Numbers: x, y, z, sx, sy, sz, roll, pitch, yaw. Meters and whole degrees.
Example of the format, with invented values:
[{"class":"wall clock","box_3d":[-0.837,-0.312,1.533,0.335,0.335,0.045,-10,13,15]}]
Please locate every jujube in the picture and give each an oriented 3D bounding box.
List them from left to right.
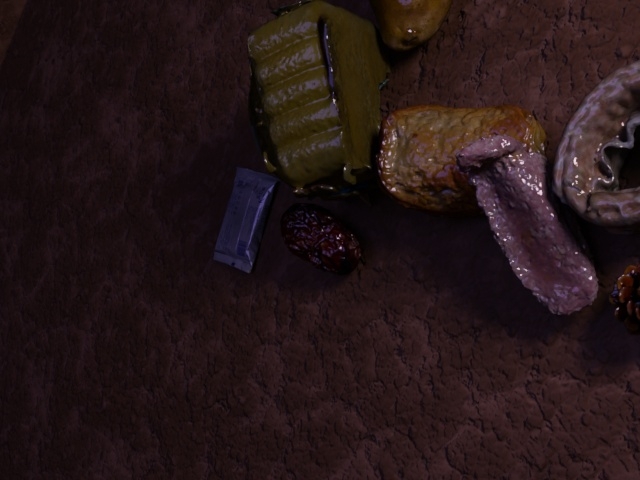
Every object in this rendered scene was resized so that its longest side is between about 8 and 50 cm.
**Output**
[{"class":"jujube","box_3d":[0.001,0.002,1.517,0.166,0.104,0.104,44,110,31]}]

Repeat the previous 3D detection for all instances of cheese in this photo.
[{"class":"cheese","box_3d":[0.057,-0.082,1.513,0.084,0.060,0.041,11,96,39]}]

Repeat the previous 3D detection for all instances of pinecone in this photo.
[{"class":"pinecone","box_3d":[0.415,0.071,1.086,0.109,0.102,0.102,160,119,-73]}]

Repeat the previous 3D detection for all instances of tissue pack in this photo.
[{"class":"tissue pack","box_3d":[-0.149,-0.042,1.723,0.123,0.026,0.193,18,91,45]}]

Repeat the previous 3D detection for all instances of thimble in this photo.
[{"class":"thimble","box_3d":[0.419,-0.109,1.101,0.196,0.148,0.229,48,115,39]}]

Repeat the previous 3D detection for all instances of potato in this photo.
[{"class":"potato","box_3d":[0.144,-0.499,1.477,0.196,0.176,0.369,-6,77,16]}]

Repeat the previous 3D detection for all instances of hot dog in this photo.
[{"class":"hot dog","box_3d":[0.216,-0.123,1.328,0.259,0.114,0.175,5,76,26]}]

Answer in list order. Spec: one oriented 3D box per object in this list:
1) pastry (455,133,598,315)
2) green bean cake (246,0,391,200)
[{"class":"pastry","box_3d":[0.284,-0.030,1.187,0.103,0.112,0.265,-26,99,33]},{"class":"green bean cake","box_3d":[0.004,-0.210,1.457,0.202,0.285,0.309,-13,81,27]}]
